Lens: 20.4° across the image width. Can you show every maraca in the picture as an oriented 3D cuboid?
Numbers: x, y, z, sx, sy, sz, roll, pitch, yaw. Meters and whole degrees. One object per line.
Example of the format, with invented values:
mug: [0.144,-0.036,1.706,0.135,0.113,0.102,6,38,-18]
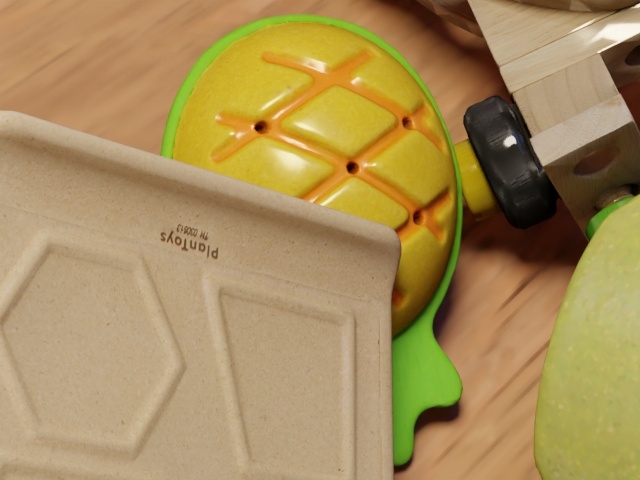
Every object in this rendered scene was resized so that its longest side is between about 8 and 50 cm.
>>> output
maraca: [0.000,0.000,0.711,0.127,0.099,0.186,-5,82,-16]

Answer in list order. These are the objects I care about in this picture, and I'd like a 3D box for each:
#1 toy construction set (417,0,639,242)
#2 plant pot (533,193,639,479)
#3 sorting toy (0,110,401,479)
toy construction set: [0.150,-0.128,0.731,0.257,0.309,0.237,-7,62,-11]
plant pot: [0.223,0.075,0.600,0.254,0.276,0.276,15,42,40]
sorting toy: [-0.051,0.079,0.589,0.193,0.038,0.208,16,70,-39]
